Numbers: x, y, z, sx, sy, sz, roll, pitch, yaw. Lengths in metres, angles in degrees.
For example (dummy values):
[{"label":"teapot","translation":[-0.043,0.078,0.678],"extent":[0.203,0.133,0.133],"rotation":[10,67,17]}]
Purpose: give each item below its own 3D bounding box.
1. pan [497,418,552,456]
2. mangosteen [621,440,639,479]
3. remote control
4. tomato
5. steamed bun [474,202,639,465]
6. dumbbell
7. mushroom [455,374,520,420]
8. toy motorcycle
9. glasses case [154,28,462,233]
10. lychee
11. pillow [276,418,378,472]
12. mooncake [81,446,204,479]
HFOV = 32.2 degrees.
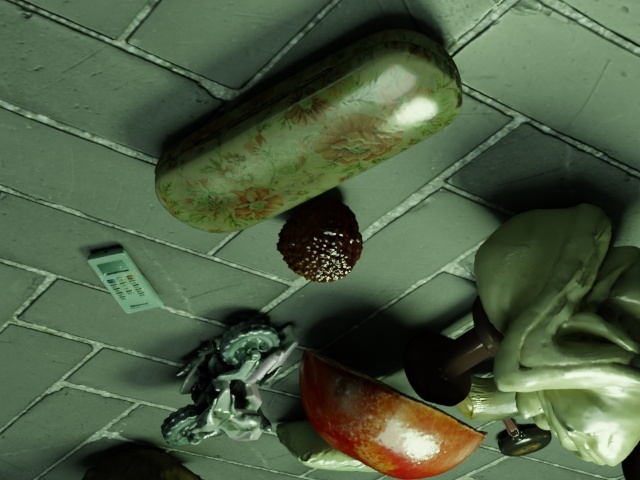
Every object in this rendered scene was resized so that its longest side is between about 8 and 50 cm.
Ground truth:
[{"label":"pan","translation":[0.408,0.399,2.282],"extent":[0.115,0.040,0.212],"rotation":[-22,144,16]},{"label":"mangosteen","translation":[0.722,0.459,2.281],"extent":[0.209,0.210,0.210],"rotation":[-3,147,-2]},{"label":"remote control","translation":[-0.295,0.062,1.690],"extent":[0.061,0.029,0.162],"rotation":[-12,142,9]},{"label":"tomato","translation":[0.093,0.308,1.868],"extent":[0.338,0.144,0.338],"rotation":[24,173,3]},{"label":"steamed bun","translation":[0.385,0.120,1.558],"extent":[0.247,0.352,0.339],"rotation":[-16,143,34]},{"label":"dumbbell","translation":[0.252,0.179,1.844],"extent":[0.140,0.124,0.225],"rotation":[17,141,-30]},{"label":"mushroom","translation":[0.395,0.273,2.012],"extent":[0.328,0.122,0.159],"rotation":[-7,138,5]},{"label":"toy motorcycle","translation":[-0.140,0.252,1.917],"extent":[0.188,0.143,0.327],"rotation":[10,131,-35]},{"label":"glasses case","translation":[-0.023,-0.125,1.366],"extent":[0.425,0.098,0.156],"rotation":[-25,138,29]},{"label":"lychee","translation":[0.000,0.004,1.548],"extent":[0.123,0.123,0.129],"rotation":[25,137,-37]},{"label":"pillow","translation":[0.070,0.378,2.091],"extent":[0.274,0.076,0.281],"rotation":[3,-178,-11]},{"label":"mooncake","translation":[-0.370,0.577,2.220],"extent":[0.324,0.324,0.187],"rotation":[-19,141,21]}]
